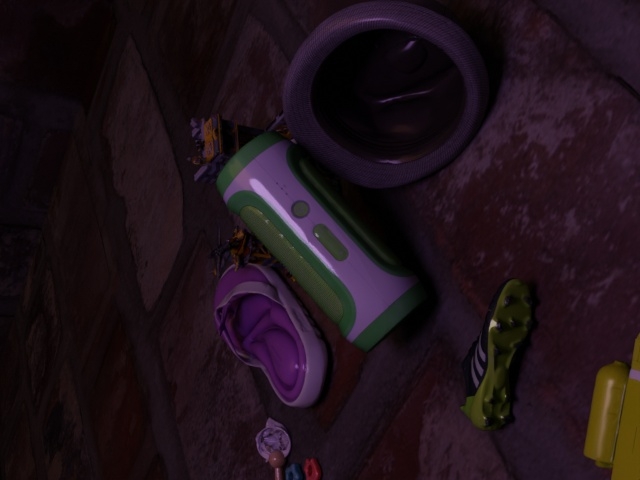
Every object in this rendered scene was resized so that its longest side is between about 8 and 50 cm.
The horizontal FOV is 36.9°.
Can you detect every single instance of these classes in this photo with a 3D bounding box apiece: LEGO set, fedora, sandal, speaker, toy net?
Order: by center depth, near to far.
[{"bbox_3d":[0.091,-0.207,1.219,0.275,0.244,0.124,-52,12,46],"label":"fedora"},{"bbox_3d":[0.000,0.000,1.239,0.296,0.131,0.131,48,134,9],"label":"speaker"},{"bbox_3d":[-0.057,0.351,1.471,0.122,0.045,0.232,-65,33,29],"label":"toy net"},{"bbox_3d":[-0.099,-0.105,1.508,0.255,0.192,0.331,-27,60,55],"label":"LEGO set"},{"bbox_3d":[-0.112,0.134,1.564,0.416,0.102,0.169,29,108,59],"label":"sandal"}]

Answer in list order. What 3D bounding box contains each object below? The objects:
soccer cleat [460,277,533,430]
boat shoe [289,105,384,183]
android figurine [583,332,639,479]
[{"bbox_3d":[0.191,0.125,1.078,0.072,0.060,0.178,27,109,61],"label":"soccer cleat"},{"bbox_3d":[-0.002,-0.116,1.349,0.095,0.255,0.079,71,177,-78],"label":"boat shoe"},{"bbox_3d":[0.332,0.169,0.823,0.248,0.056,0.272,17,100,61],"label":"android figurine"}]
